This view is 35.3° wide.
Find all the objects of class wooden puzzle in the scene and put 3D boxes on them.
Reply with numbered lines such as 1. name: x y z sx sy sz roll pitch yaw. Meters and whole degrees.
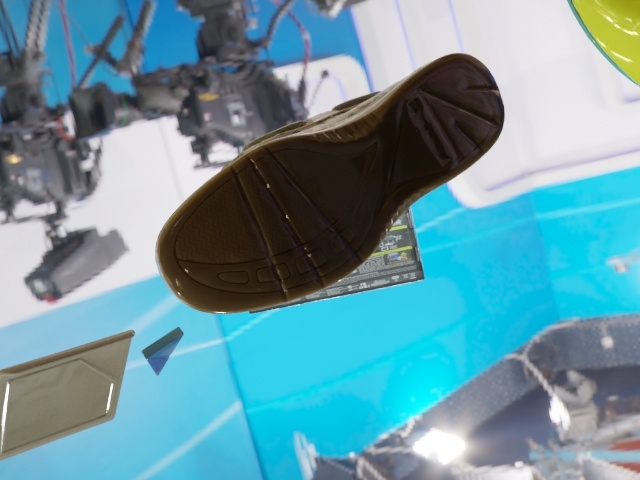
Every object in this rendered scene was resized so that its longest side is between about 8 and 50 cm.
1. wooden puzzle: -0.124 0.072 0.473 0.116 0.014 0.078 -10 139 -43

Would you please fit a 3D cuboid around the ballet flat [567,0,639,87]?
1. ballet flat: 0.235 -0.094 0.572 0.077 0.231 0.077 -51 -161 -15

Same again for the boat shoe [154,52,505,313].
1. boat shoe: 0.006 -0.038 0.706 0.285 0.104 0.089 -30 -168 -25

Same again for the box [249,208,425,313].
1. box: 0.000 0.000 1.411 0.270 0.060 0.216 -12 142 6
